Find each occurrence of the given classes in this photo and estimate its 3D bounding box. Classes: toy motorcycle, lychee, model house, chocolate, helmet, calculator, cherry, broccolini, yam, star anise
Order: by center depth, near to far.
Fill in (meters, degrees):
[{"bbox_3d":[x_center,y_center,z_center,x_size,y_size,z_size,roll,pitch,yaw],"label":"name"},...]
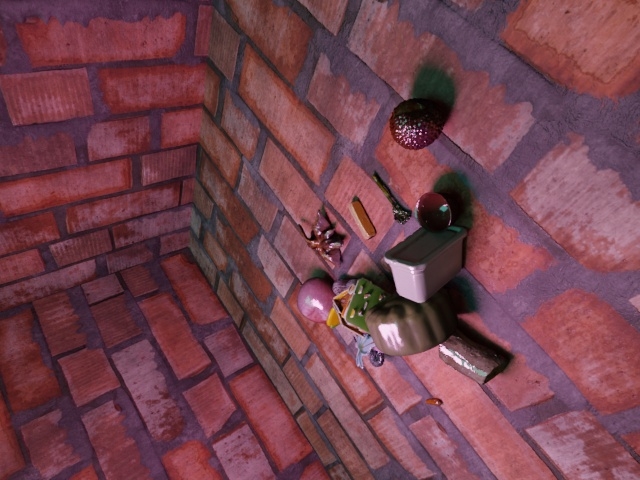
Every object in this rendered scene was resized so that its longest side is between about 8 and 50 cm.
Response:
[{"bbox_3d":[0.333,-0.395,1.401,0.188,0.188,0.188,29,130,42],"label":"lychee"},{"bbox_3d":[0.439,-0.108,1.469,0.175,0.106,0.155,-25,82,58],"label":"helmet"},{"bbox_3d":[0.573,0.448,1.561,0.254,0.154,0.153,33,133,36],"label":"yam"},{"bbox_3d":[0.297,-0.176,1.697,0.254,0.071,0.057,62,-173,19],"label":"broccolini"},{"bbox_3d":[0.149,0.375,1.838,0.300,0.340,0.324,31,161,-25],"label":"model house"},{"bbox_3d":[0.249,0.460,2.015,0.327,0.143,0.188,65,148,32],"label":"toy motorcycle"},{"bbox_3d":[0.156,0.241,2.038,0.248,0.110,0.110,-7,102,58],"label":"chocolate"},{"bbox_3d":[0.099,0.384,2.097,0.032,0.146,0.234,49,144,35],"label":"calculator"},{"bbox_3d":[0.002,-0.002,2.109,0.349,0.109,0.292,56,139,17],"label":"star anise"},{"bbox_3d":[-0.002,0.338,2.212,0.308,0.221,0.261,29,140,16],"label":"cherry"}]

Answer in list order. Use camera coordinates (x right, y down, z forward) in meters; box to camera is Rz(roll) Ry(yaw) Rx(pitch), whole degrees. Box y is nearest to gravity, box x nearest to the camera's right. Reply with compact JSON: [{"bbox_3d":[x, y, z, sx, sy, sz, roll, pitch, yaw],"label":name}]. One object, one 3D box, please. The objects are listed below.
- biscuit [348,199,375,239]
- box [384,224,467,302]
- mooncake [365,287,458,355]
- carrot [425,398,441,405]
[{"bbox_3d":[0.190,-0.093,1.857,0.188,0.052,0.056,64,161,6],"label":"biscuit"},{"bbox_3d":[0.394,0.081,1.472,0.175,0.312,0.182,19,130,48],"label":"box"},{"bbox_3d":[0.358,0.301,1.594,0.351,0.351,0.187,-10,103,54],"label":"mooncake"},{"bbox_3d":[0.533,0.761,1.892,0.032,0.032,0.093,64,150,5],"label":"carrot"}]
